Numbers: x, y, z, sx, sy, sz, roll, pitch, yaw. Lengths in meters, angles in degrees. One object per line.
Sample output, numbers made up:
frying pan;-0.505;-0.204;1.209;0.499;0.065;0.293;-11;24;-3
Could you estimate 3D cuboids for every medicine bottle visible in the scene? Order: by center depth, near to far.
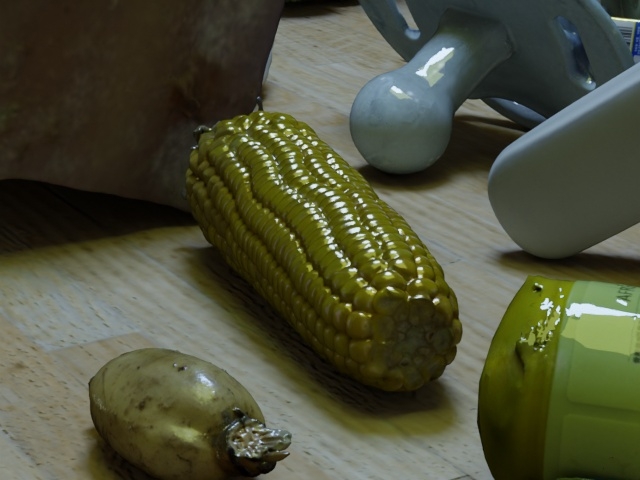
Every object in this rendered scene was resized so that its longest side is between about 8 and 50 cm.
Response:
medicine bottle;0.194;0.086;0.803;0.238;0.124;0.124;6;21;14

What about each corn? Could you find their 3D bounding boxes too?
corn;0.000;0.000;1.040;0.106;0.106;0.305;-7;24;-22

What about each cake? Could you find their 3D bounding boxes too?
cake;-0.204;-0.168;1.250;0.237;0.230;0.309;14;7;-40

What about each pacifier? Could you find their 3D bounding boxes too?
pacifier;0.109;-0.136;1.356;0.287;0.238;0.226;27;63;38

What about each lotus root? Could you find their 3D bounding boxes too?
lotus root;-0.070;0.089;0.852;0.072;0.063;0.152;-5;15;-45

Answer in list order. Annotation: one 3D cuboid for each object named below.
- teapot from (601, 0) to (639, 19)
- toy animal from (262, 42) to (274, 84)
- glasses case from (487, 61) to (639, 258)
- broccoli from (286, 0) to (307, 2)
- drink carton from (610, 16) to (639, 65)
teapot;0.256;-0.277;1.763;0.149;0.162;0.239;0;48;22
toy animal;-0.148;-0.204;1.494;0.204;0.208;0.156;9;65;26
glasses case;0.220;-0.069;1.125;0.233;0.092;0.059;-33;11;20
broccoli;0.034;-0.376;1.927;0.302;0.186;0.254;-21;9;-10
drink carton;0.348;-0.173;1.582;0.165;0.056;0.071;9;4;17
